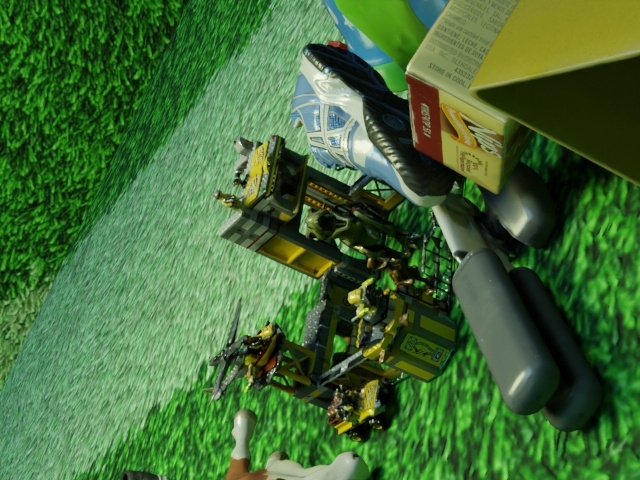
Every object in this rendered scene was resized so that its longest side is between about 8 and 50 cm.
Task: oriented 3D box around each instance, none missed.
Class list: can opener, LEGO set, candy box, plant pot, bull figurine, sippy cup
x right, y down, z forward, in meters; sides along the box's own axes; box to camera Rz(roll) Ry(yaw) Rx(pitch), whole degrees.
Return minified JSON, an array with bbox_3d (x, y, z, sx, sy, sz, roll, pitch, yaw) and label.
[{"bbox_3d":[0.150,0.021,0.923,0.095,0.076,0.283,-58,23,22],"label":"can opener"},{"bbox_3d":[0.000,0.000,1.140,0.255,0.192,0.331,-32,39,55],"label":"LEGO set"},{"bbox_3d":[0.180,-0.206,0.910,0.316,0.087,0.183,-59,-11,-8],"label":"candy box"},{"bbox_3d":[0.244,-0.132,0.666,0.212,0.212,0.187,0,68,67],"label":"plant pot"},{"bbox_3d":[-0.070,0.281,1.137,0.310,0.101,0.188,-55,19,20],"label":"bull figurine"},{"bbox_3d":[0.073,-0.298,1.155,0.240,0.224,0.305,-42,23,-4],"label":"sippy cup"}]

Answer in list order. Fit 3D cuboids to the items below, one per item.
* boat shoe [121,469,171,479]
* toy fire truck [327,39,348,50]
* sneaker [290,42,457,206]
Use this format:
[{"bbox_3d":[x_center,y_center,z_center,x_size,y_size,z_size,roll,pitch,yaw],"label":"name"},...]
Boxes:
[{"bbox_3d":[-0.250,0.388,1.476,0.080,0.076,0.229,-3,64,67],"label":"boat shoe"},{"bbox_3d":[0.074,-0.253,1.444,0.135,0.047,0.192,-64,22,5],"label":"toy fire truck"},{"bbox_3d":[0.044,-0.088,1.053,0.211,0.080,0.081,51,128,41],"label":"sneaker"}]
